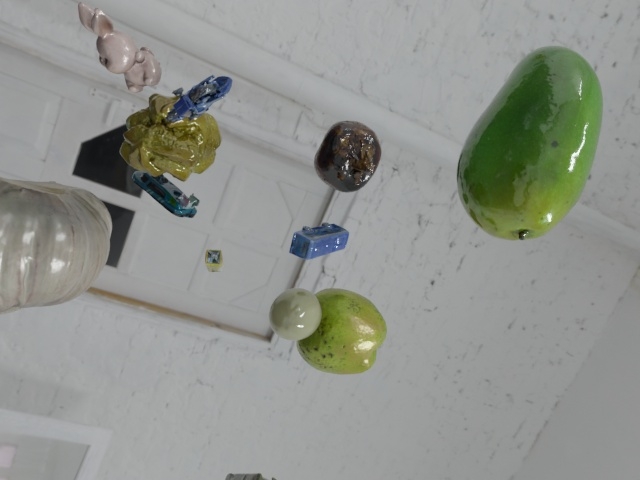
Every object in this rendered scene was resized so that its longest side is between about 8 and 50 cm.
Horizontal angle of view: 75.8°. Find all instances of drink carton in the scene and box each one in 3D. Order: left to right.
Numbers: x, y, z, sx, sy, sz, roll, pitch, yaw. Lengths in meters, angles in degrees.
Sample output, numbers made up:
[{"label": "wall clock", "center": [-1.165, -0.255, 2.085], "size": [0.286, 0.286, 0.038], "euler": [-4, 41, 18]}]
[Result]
[{"label": "drink carton", "center": [-0.456, 0.093, 1.776], "size": [0.200, 0.075, 0.084], "euler": [126, -38, -70]}]

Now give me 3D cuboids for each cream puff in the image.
[{"label": "cream puff", "center": [-0.502, -0.358, 1.411], "size": [0.270, 0.324, 0.274], "euler": [-121, -135, -63]}]

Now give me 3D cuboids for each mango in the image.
[{"label": "mango", "center": [0.379, -0.182, 0.759], "size": [0.225, 0.201, 0.381], "euler": [1, -107, 64]}]

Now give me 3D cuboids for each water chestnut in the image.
[{"label": "water chestnut", "center": [0.139, -0.379, 1.900], "size": [0.335, 0.335, 0.347], "euler": [-67, -156, 16]}]

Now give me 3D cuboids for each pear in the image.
[{"label": "pear", "center": [0.096, 0.387, 1.753], "size": [0.391, 0.391, 0.390], "euler": [-161, -90, -76]}]

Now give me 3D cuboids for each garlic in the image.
[{"label": "garlic", "center": [-0.559, 0.012, 0.783], "size": [0.317, 0.318, 0.259], "euler": [-139, -111, -75]}]

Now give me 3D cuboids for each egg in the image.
[{"label": "egg", "center": [-0.091, 0.267, 1.489], "size": [0.185, 0.186, 0.242], "euler": [-69, 165, 6]}]

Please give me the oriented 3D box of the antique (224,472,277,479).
[{"label": "antique", "center": [-0.168, 0.663, 1.024], "size": [0.284, 0.125, 0.150], "euler": [-47, -166, 42]}]

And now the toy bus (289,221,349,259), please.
[{"label": "toy bus", "center": [0.001, 0.003, 1.262], "size": [0.236, 0.094, 0.079], "euler": [-14, 130, -55]}]

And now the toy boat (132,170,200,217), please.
[{"label": "toy boat", "center": [-0.597, -0.204, 1.593], "size": [0.092, 0.299, 0.134], "euler": [-58, 163, 16]}]

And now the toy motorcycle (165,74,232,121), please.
[{"label": "toy motorcycle", "center": [-0.305, -0.344, 1.014], "size": [0.205, 0.076, 0.114], "euler": [-11, -156, 46]}]

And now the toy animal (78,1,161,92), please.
[{"label": "toy animal", "center": [-0.494, -0.454, 0.987], "size": [0.124, 0.212, 0.124], "euler": [-9, -111, 26]}]
